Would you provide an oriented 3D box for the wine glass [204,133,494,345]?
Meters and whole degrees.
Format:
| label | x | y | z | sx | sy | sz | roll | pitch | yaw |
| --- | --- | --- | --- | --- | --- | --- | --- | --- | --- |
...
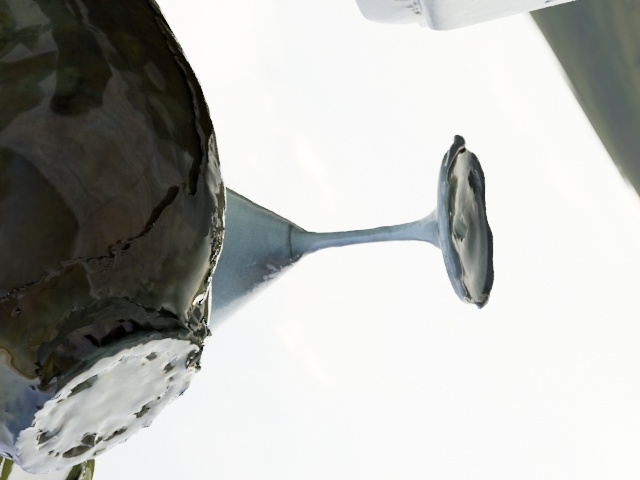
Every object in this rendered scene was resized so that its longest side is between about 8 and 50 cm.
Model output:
| label | x | y | z | sx | sy | sz | roll | pitch | yaw |
| --- | --- | --- | --- | --- | --- | --- | --- | --- | --- |
| wine glass | 0.000 | 0.000 | 1.109 | 0.156 | 0.232 | 0.156 | -6 | -90 | -70 |

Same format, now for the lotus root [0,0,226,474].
| label | x | y | z | sx | sy | sz | roll | pitch | yaw |
| --- | --- | --- | --- | --- | --- | --- | --- | --- | --- |
| lotus root | -0.130 | -0.041 | 0.569 | 0.160 | 0.152 | 0.275 | -9 | -126 | -30 |

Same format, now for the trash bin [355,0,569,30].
| label | x | y | z | sx | sy | sz | roll | pitch | yaw |
| --- | --- | --- | --- | --- | --- | --- | --- | --- | --- |
| trash bin | 0.093 | -0.322 | 0.828 | 0.295 | 0.259 | 0.381 | 37 | -139 | -79 |

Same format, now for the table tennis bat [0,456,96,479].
| label | x | y | z | sx | sy | sz | roll | pitch | yaw |
| --- | --- | --- | --- | --- | --- | --- | --- | --- | --- |
| table tennis bat | -0.262 | 0.214 | 1.226 | 0.054 | 0.224 | 0.368 | 49 | -176 | -15 |
